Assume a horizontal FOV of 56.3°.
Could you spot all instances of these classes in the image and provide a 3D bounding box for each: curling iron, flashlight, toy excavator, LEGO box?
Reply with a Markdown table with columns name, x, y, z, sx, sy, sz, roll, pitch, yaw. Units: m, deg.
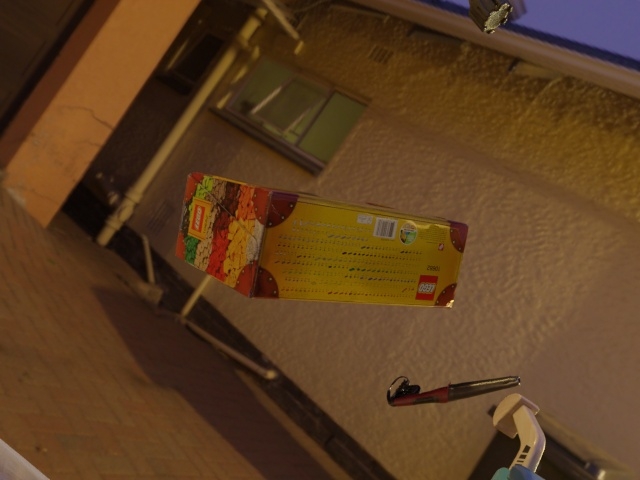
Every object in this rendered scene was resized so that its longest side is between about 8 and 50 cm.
| name | x | y | z | sx | sy | sz | roll | pitch | yaw |
| --- | --- | --- | --- | --- | --- | --- | --- | --- | --- |
| curling iron | 0.237 | 0.274 | 1.116 | 0.273 | 0.068 | 0.035 | -19 | -58 | 37 |
| flashlight | 0.325 | -0.612 | 1.387 | 0.103 | 0.103 | 0.304 | -5 | 61 | -51 |
| toy excavator | 0.557 | 0.673 | 1.646 | 0.222 | 0.445 | 0.433 | 35 | -9 | -10 |
| LEGO box | 0.000 | 0.000 | 1.284 | 0.499 | 0.193 | 0.372 | 7 | 6 | -34 |

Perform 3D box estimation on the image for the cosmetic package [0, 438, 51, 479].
| name | x | y | z | sx | sy | sz | roll | pitch | yaw |
| --- | --- | --- | --- | --- | --- | --- | --- | --- | --- |
| cosmetic package | -0.215 | 0.254 | 0.485 | 0.239 | 0.060 | 0.099 | 48 | -21 | -13 |
